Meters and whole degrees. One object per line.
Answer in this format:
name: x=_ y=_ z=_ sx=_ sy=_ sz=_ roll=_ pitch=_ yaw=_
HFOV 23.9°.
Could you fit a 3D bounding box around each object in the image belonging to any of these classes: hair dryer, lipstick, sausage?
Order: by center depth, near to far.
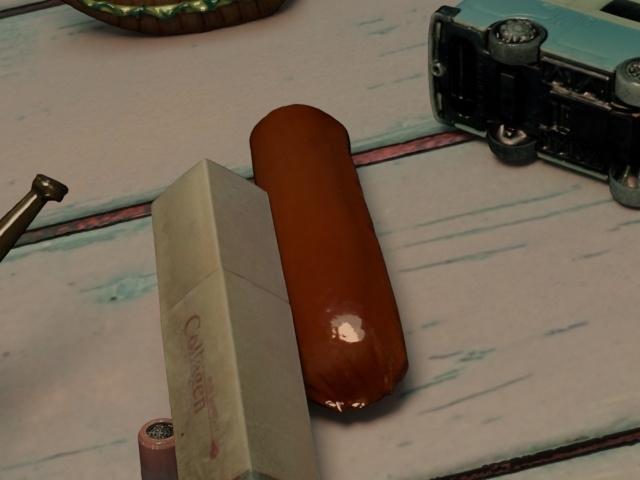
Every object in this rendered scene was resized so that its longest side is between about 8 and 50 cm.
lipstick: x=-0.065 y=0.101 z=1.137 sx=0.076 sy=0.080 sz=0.371 roll=-39 pitch=43 yaw=27
hair dryer: x=-0.092 y=0.152 z=1.160 sx=0.037 sy=0.063 sz=0.114 roll=20 pitch=35 yaw=34
sausage: x=-0.001 y=0.000 z=1.275 sx=0.097 sy=0.094 sz=0.348 roll=-16 pitch=42 yaw=2

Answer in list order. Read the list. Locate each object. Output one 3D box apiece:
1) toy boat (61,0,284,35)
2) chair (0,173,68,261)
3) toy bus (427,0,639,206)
toy boat: x=-0.167 y=-0.271 z=1.617 sx=0.293 sy=0.099 sz=0.108 roll=-5 pitch=41 yaw=-3
chair: x=-0.482 y=0.043 z=1.057 sx=0.362 sy=0.364 sz=0.410 roll=25 pitch=89 yaw=18
toy bus: x=0.246 y=-0.148 z=1.357 sx=0.271 sy=0.133 sz=0.165 roll=23 pitch=47 yaw=30
